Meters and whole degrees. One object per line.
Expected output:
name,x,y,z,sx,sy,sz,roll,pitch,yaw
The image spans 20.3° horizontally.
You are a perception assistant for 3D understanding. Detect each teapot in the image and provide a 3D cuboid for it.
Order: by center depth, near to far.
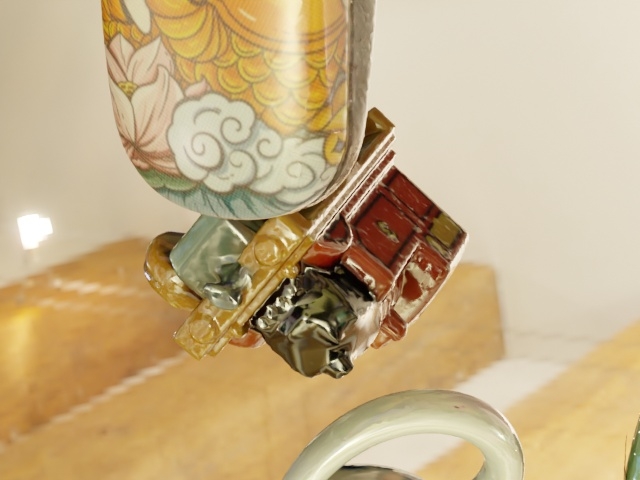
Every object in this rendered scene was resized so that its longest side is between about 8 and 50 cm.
teapot,0.055,0.276,1.209,0.280,0.424,0.252,0,-148,-7

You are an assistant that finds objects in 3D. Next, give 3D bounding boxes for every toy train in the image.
toy train,0.000,0.000,1.597,0.163,0.231,0.369,-51,180,26

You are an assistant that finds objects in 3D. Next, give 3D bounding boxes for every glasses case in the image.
glasses case,-0.037,-0.168,0.795,0.122,0.321,0.082,10,-164,33

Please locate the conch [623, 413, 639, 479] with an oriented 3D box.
conch,0.290,0.179,1.344,0.137,0.251,0.143,10,-158,-21
